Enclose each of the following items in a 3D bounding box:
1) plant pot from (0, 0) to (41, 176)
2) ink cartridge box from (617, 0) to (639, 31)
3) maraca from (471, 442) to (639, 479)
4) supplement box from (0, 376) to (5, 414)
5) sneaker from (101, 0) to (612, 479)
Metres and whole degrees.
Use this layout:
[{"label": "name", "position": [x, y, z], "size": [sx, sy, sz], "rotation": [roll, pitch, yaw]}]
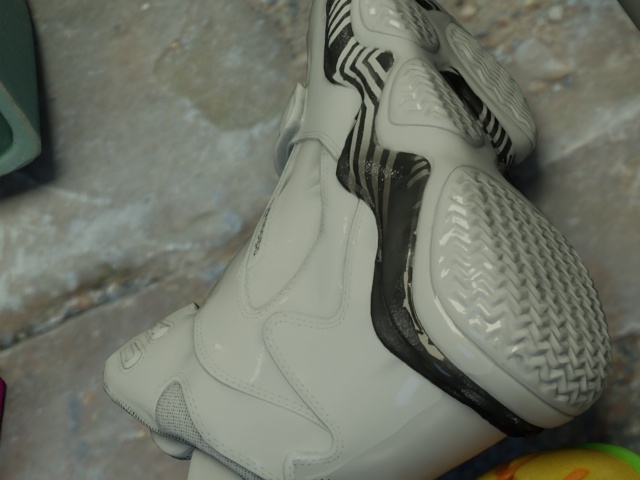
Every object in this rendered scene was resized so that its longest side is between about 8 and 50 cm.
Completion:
[{"label": "plant pot", "position": [-0.319, -0.171, 1.120], "size": [0.247, 0.248, 0.252], "rotation": [-20, 36, 13]}, {"label": "ink cartridge box", "position": [0.273, -0.306, 0.964], "size": [0.385, 0.160, 0.279], "rotation": [-31, 51, 4]}, {"label": "maraca", "position": [0.079, 0.158, 0.796], "size": [0.186, 0.099, 0.127], "rotation": [-37, 34, 31]}, {"label": "supplement box", "position": [-0.244, 0.149, 0.944], "size": [0.114, 0.111, 0.220], "rotation": [-13, 55, 18]}, {"label": "sneaker", "position": [0.000, 0.000, 0.901], "size": [0.210, 0.137, 0.366], "rotation": [-39, 31, 18]}]
